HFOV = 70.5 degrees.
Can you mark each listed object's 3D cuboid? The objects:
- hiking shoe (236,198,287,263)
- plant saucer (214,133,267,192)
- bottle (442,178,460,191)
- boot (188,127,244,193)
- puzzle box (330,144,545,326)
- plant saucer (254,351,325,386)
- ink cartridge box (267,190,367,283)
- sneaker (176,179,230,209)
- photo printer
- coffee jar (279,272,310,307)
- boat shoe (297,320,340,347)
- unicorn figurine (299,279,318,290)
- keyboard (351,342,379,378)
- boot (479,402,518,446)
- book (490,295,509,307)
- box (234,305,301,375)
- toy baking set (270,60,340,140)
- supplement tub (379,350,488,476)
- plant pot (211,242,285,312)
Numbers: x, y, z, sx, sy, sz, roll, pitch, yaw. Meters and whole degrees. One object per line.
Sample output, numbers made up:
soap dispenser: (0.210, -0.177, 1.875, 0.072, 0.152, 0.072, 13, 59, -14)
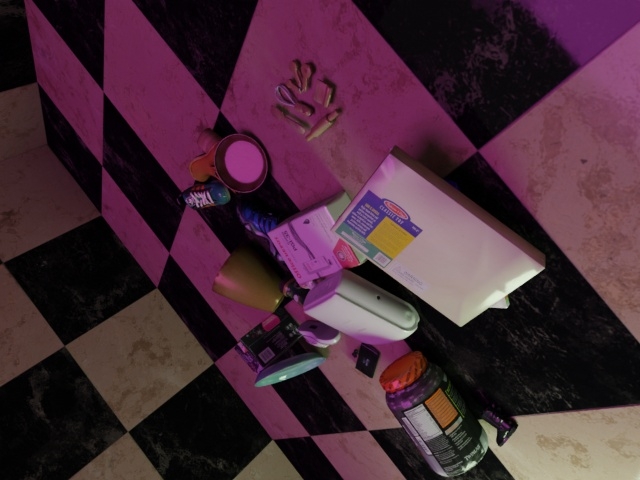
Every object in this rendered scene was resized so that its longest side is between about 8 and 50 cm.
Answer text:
hiking shoe: (-0.175, -0.063, 1.627, 0.304, 0.113, 0.132, 44, 123, 14)
plant saucer: (-0.265, -0.263, 1.538, 0.198, 0.036, 0.199, 6, 111, 15)
bottle: (0.280, -0.012, 1.113, 0.118, 0.092, 0.283, 15, 131, 32)
boot: (-0.371, -0.256, 1.689, 0.220, 0.109, 0.283, 45, 138, 6)
puzzle box: (0.252, 0.003, 1.037, 0.409, 0.052, 0.272, 37, 133, -2)
plant saucer: (-0.131, 0.541, 1.921, 0.044, 0.317, 0.317, 68, 151, 22)
ink cartridge box: (0.000, 0.000, 1.400, 0.283, 0.117, 0.207, -23, 102, 44)
sneaker: (-0.483, -0.174, 1.856, 0.302, 0.121, 0.108, 2, 121, 49)
photo printer: (0.129, 0.222, 1.401, 0.307, 0.107, 0.256, 29, 149, -15)
coffee jar: (-0.067, 0.198, 1.707, 0.184, 0.096, 0.079, 32, 138, 30)
boat shoe: (0.007, 0.378, 1.795, 0.258, 0.095, 0.084, 4, 127, 61)
unicorn figurine: (-0.019, 0.158, 1.627, 0.111, 0.060, 0.162, -45, 60, 24)
keyboard: (0.167, 0.445, 1.711, 0.108, 0.023, 0.180, 29, 138, 22)
boot: (0.524, 0.552, 1.357, 0.099, 0.045, 0.121, 33, 133, 24)
book: (0.405, 0.097, 1.120, 0.096, 0.035, 0.144, 0, 118, 46)
box: (-0.220, 0.435, 1.960, 0.163, 0.247, 0.142, 48, 147, 10)
toy baking set: (-0.046, -0.376, 1.249, 0.197, 0.030, 0.256, 57, 146, 1)
supplement tub: (0.344, 0.529, 1.409, 0.338, 0.207, 0.207, 55, 146, -1)
plant pot: (-0.265, 0.173, 1.842, 0.254, 0.237, 0.237, 31, 142, 5)
